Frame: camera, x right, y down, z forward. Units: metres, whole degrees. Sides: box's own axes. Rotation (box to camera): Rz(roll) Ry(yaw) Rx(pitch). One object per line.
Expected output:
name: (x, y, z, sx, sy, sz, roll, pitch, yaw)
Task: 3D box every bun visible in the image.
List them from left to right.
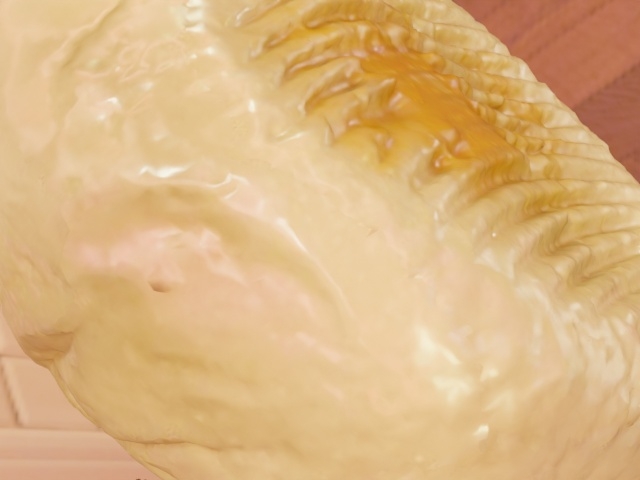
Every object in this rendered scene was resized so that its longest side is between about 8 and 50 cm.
bun: (0.000, 0.000, 0.447, 0.153, 0.244, 0.244, -42, 61, 25)

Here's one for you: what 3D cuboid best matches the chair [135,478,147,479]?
chair: (-0.178, 0.275, 1.045, 0.229, 0.106, 0.113, -27, 45, 30)
